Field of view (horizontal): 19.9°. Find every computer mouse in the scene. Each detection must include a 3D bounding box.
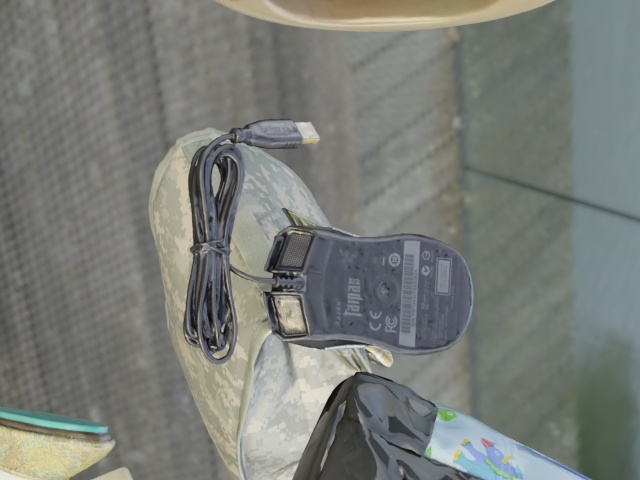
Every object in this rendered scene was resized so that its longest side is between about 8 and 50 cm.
[{"bbox_3d":[0.000,0.000,1.413,0.262,0.060,0.184,0,87,-32],"label":"computer mouse"}]

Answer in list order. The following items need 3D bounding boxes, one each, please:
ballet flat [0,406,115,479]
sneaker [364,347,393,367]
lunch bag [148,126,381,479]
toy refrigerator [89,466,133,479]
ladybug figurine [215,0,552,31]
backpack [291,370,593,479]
[{"bbox_3d":[-0.342,0.209,1.845,0.123,0.348,0.123,-14,109,-48],"label":"ballet flat"},{"bbox_3d":[0.041,0.120,2.022,0.037,0.083,0.032,-57,177,20],"label":"sneaker"},{"bbox_3d":[-0.049,0.061,1.647,0.169,0.235,0.287,-20,144,-11],"label":"lunch bag"},{"bbox_3d":[-0.207,0.367,1.898,0.102,0.094,0.270,-21,129,-10],"label":"toy refrigerator"},{"bbox_3d":[0.079,-0.334,1.871,0.305,0.449,0.162,76,14,-71],"label":"ladybug figurine"},{"bbox_3d":[0.136,0.258,0.993,0.273,0.355,0.290,9,101,-80],"label":"backpack"}]
